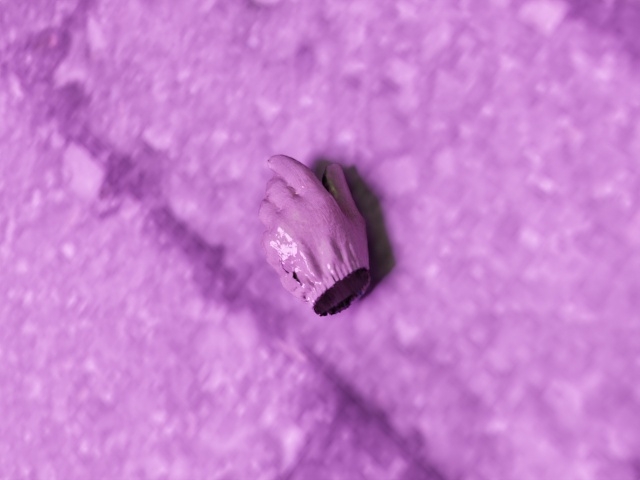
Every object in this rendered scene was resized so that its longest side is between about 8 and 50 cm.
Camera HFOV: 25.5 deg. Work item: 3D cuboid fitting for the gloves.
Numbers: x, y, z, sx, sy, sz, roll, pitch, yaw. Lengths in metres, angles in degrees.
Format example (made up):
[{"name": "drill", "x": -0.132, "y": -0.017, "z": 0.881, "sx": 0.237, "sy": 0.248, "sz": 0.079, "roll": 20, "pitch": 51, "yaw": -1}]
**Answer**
[{"name": "gloves", "x": -0.001, "y": -0.002, "z": 0.528, "sx": 0.044, "sy": 0.037, "sz": 0.081, "roll": -26, "pitch": 48, "yaw": -15}]
